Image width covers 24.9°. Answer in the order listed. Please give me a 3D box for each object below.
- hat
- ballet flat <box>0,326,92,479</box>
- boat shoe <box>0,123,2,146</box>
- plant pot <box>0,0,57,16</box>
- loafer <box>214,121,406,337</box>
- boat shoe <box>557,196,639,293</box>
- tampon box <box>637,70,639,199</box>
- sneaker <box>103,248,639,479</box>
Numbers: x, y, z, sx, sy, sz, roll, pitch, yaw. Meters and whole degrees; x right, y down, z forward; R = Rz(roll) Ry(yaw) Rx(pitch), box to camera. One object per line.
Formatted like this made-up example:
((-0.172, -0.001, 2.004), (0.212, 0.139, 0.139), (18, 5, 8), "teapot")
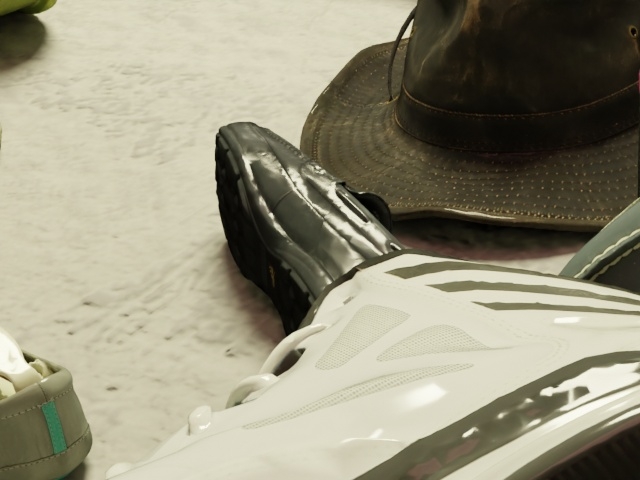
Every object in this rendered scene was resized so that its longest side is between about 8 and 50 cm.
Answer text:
((0.135, -0.134, 0.922), (0.331, 0.134, 0.331), (-5, 30, 3), "hat")
((-0.192, 0.056, 0.732), (0.213, 0.068, 0.072), (20, 40, 39), "ballet flat")
((-0.262, -0.075, 0.943), (0.095, 0.095, 0.257), (-11, 30, -6), "boat shoe")
((-0.385, -0.238, 1.124), (0.254, 0.276, 0.276), (-37, 39, -22), "plant pot")
((0.000, 0.000, 0.786), (0.078, 0.076, 0.223), (-12, 35, -18), "loafer")
((0.218, 0.002, 0.587), (0.319, 0.116, 0.099), (-20, -5, 32), "boat shoe")
((0.253, -0.029, 0.724), (0.101, 0.120, 0.161), (-26, 35, -30), "tampon box")
((-0.035, 0.131, 0.537), (0.447, 0.169, 0.257), (-16, 13, -5), "sneaker")
